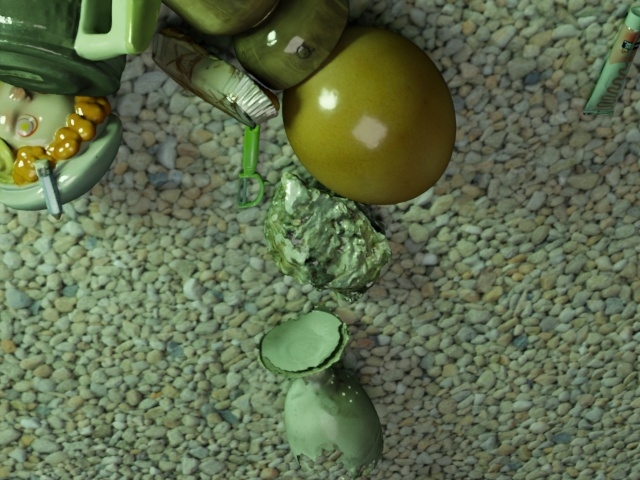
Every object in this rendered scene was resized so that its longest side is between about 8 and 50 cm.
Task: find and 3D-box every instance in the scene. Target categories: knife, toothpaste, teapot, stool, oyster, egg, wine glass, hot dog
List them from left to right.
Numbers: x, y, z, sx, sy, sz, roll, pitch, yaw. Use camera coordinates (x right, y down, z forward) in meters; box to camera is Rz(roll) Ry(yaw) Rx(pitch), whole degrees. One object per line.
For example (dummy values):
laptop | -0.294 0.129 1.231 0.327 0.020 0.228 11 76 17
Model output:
teapot | -0.353 -0.330 1.570 0.240 0.321 0.239 12 83 -20
hot dog | -0.152 -0.236 1.748 0.069 0.253 0.131 -53 142 -4
stool | -0.111 -0.356 1.680 0.179 0.179 0.264 -39 126 22
knife | -0.107 -0.138 1.978 0.054 0.015 0.212 -2 131 -10
oyster | 0.000 0.000 2.056 0.268 0.112 0.198 28 120 -27
wine glass | 0.007 0.305 2.278 0.191 0.190 0.357 -14 127 2
egg | 0.079 -0.182 1.820 0.250 0.250 0.322 -27 141 12
toothpaste | 0.486 -0.286 1.954 0.056 0.036 0.205 0 134 -14

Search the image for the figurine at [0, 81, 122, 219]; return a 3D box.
figurine | -0.488 -0.196 1.786 0.382 0.224 0.205 34 143 -6
